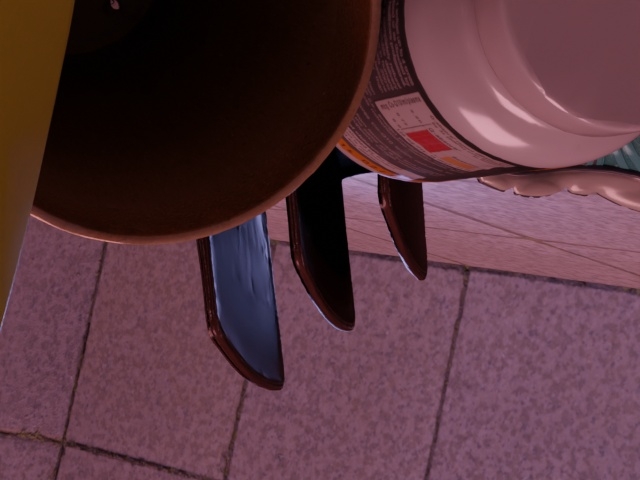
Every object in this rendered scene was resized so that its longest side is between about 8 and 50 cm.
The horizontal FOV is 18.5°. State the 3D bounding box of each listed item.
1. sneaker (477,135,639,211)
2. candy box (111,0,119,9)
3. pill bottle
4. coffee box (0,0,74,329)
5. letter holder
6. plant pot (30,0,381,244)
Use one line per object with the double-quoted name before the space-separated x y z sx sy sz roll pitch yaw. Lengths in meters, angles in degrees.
"sneaker" 0.195 -0.099 1.495 0.275 0.107 0.110 7 137 -15
"candy box" -0.138 -0.163 1.630 0.159 0.071 0.233 7 173 26
"pill bottle" 0.100 -0.115 1.065 0.162 0.162 0.278 13 176 -19
"coffee box" -0.238 -0.146 0.413 0.334 0.338 0.337 11 176 8
"letter holder" 0.000 0.000 1.557 0.152 0.214 0.302 -7 167 7
"plant pot" -0.119 -0.140 1.091 0.237 0.237 0.254 13 -171 -21
